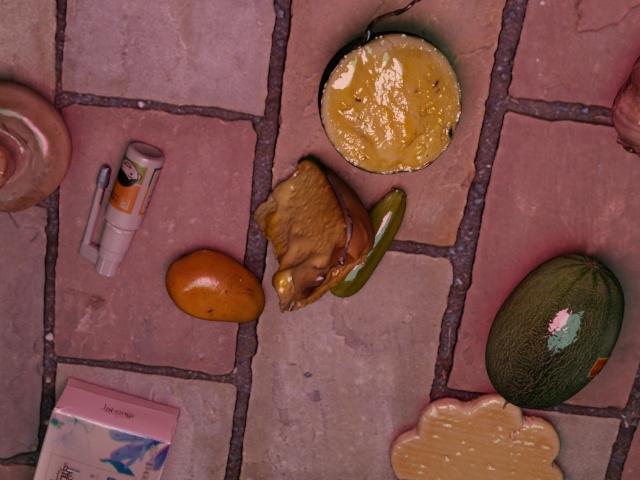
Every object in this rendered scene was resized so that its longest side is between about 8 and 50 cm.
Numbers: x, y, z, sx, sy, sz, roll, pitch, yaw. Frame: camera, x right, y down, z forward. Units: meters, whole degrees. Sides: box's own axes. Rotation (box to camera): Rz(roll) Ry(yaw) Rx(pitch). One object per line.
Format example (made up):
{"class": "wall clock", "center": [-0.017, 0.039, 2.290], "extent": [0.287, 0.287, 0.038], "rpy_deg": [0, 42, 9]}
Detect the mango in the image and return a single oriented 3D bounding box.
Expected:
{"class": "mango", "center": [-0.165, 0.074, 1.793], "extent": [0.164, 0.089, 0.115], "rpy_deg": [11, 115, -6]}

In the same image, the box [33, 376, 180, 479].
{"class": "box", "center": [-0.376, 0.395, 1.923], "extent": [0.203, 0.116, 0.274], "rpy_deg": [18, 113, -6]}

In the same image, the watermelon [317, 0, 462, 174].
{"class": "watermelon", "center": [0.092, -0.213, 1.639], "extent": [0.204, 0.127, 0.232], "rpy_deg": [-28, 114, 3]}

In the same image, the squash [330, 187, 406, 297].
{"class": "squash", "center": [0.074, 0.004, 1.772], "extent": [0.066, 0.066, 0.201], "rpy_deg": [29, 105, -11]}

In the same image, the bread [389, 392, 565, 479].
{"class": "bread", "center": [0.266, 0.390, 1.940], "extent": [0.315, 0.054, 0.316], "rpy_deg": [1, 113, 2]}

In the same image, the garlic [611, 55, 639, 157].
{"class": "garlic", "center": [0.540, -0.207, 1.620], "extent": [0.244, 0.161, 0.245], "rpy_deg": [3, 148, 2]}

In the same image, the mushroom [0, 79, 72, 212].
{"class": "mushroom", "center": [-0.472, -0.129, 1.653], "extent": [0.204, 0.204, 0.204], "rpy_deg": [1, 114, 1]}

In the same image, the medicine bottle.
{"class": "medicine bottle", "center": [-0.317, -0.051, 1.763], "extent": [0.092, 0.061, 0.221], "rpy_deg": [29, 113, 15]}

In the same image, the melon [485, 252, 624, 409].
{"class": "melon", "center": [0.359, 0.152, 1.765], "extent": [0.182, 0.182, 0.288], "rpy_deg": [28, 114, -10]}

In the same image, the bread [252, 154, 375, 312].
{"class": "bread", "center": [0.007, 0.007, 1.696], "extent": [0.174, 0.252, 0.133], "rpy_deg": [-44, 126, 16]}
